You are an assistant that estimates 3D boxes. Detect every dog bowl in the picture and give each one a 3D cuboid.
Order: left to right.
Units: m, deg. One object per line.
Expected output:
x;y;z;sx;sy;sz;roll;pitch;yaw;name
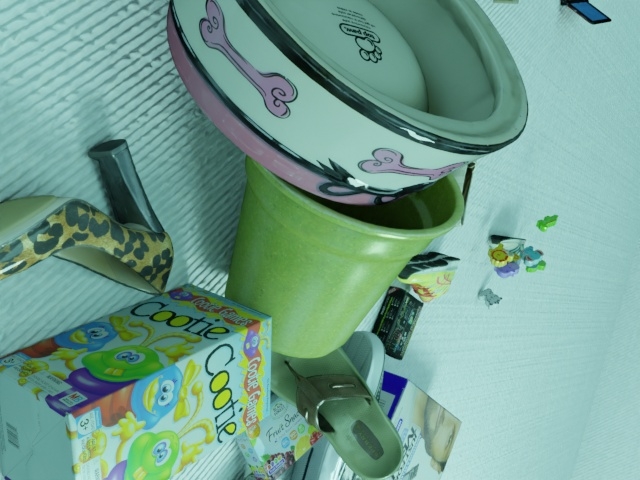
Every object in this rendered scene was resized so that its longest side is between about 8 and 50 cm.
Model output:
0.020;-0.212;0.786;0.408;0.408;0.150;-20;161;-50;dog bowl

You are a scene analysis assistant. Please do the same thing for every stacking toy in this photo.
0.463;0.051;1.694;0.221;0.052;0.167;-27;141;-24;stacking toy

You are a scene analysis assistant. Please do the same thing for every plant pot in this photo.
0.000;0.000;0.923;0.276;0.276;0.253;-23;145;-48;plant pot

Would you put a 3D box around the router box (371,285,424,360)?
0.143;0.156;1.382;0.092;0.038;0.122;36;74;-54;router box

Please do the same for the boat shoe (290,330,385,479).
0.047;0.305;1.228;0.119;0.121;0.335;11;106;-35;boat shoe

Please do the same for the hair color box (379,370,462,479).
0.155;0.385;1.438;0.339;0.110;0.185;44;67;-54;hair color box

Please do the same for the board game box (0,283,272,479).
-0.197;0.169;0.819;0.275;0.142;0.144;-23;122;-48;board game box

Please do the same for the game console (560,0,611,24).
0.629;-0.575;1.716;0.144;0.085;0.124;-24;123;-48;game console

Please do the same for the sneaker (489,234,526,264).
0.441;0.028;1.729;0.161;0.057;0.075;4;95;-58;sneaker

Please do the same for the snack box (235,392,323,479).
-0.060;0.288;1.123;0.141;0.037;0.100;-34;102;-43;snack box

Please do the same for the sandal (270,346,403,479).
0.023;0.238;1.083;0.120;0.086;0.303;-43;99;-2;sandal

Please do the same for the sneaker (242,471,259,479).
-0.073;0.444;1.158;0.092;0.088;0.225;-54;141;-28;sneaker

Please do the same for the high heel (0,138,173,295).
-0.246;0.035;0.731;0.261;0.093;0.186;-48;133;-45;high heel

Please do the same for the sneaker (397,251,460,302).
0.205;0.076;1.400;0.209;0.082;0.094;-1;107;-55;sneaker

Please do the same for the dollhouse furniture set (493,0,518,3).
0.389;-0.525;1.332;0.101;0.161;0.181;-18;117;-50;dollhouse furniture set

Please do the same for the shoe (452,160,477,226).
0.279;-0.130;1.434;0.077;0.058;0.218;16;91;-56;shoe
